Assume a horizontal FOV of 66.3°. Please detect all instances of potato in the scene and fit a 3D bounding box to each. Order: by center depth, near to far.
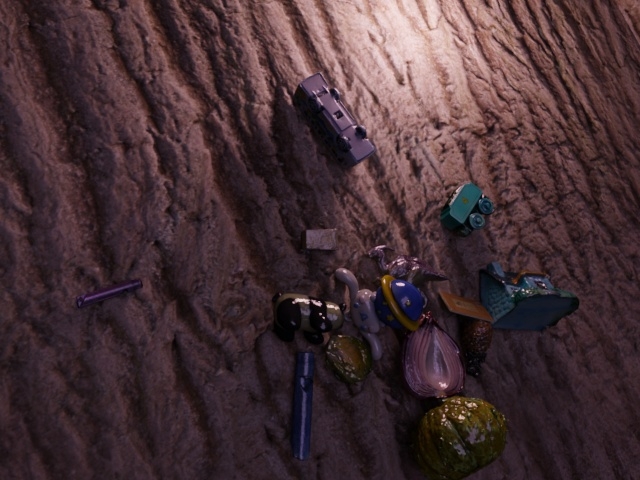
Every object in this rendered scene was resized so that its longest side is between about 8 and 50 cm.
[{"bbox_3d":[-0.002,0.000,1.594,0.122,0.061,0.086,0,80,-19],"label":"potato"}]

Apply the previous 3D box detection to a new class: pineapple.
[{"bbox_3d":[0.534,0.371,1.681,0.108,0.108,0.198,12,80,-17],"label":"pineapple"}]

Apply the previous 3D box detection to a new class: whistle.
[{"bbox_3d":[-0.585,0.144,1.362,0.176,0.033,0.033,-18,84,-22],"label":"whistle"},{"bbox_3d":[-0.052,0.487,1.461,0.062,0.062,0.305,8,75,-18],"label":"whistle"}]

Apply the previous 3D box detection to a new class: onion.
[{"bbox_3d":[0.347,0.375,1.598,0.226,0.120,0.284,8,68,-19],"label":"onion"}]

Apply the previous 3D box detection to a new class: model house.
[{"bbox_3d":[0.732,0.172,1.756,0.261,0.226,0.241,8,45,-20],"label":"model house"}]

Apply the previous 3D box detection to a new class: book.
[{"bbox_3d":[0.505,0.230,1.704,0.172,0.118,0.012,16,113,-15],"label":"book"}]

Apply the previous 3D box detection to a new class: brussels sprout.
[{"bbox_3d":[0.085,0.366,1.522,0.181,0.100,0.139,36,58,-8],"label":"brussels sprout"}]

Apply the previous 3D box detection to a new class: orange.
[{"bbox_3d":[0.410,0.594,1.485,0.300,0.301,0.223,-24,59,-19],"label":"orange"}]

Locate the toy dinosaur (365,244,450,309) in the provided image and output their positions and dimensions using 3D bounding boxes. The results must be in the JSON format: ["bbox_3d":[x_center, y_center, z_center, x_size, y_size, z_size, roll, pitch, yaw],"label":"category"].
[{"bbox_3d":[0.284,0.122,1.659,0.294,0.077,0.162,23,78,-12],"label":"toy dinosaur"}]

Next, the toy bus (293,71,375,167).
[{"bbox_3d":[0.042,-0.395,1.660,0.109,0.136,0.330,-36,91,-26],"label":"toy bus"}]

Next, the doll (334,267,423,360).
[{"bbox_3d":[0.188,0.185,1.561,0.311,0.242,0.159,53,37,2],"label":"doll"}]

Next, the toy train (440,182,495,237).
[{"bbox_3d":[0.534,-0.111,1.793,0.154,0.107,0.198,37,68,0],"label":"toy train"}]

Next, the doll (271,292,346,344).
[{"bbox_3d":[-0.035,0.233,1.484,0.234,0.144,0.135,11,59,-13],"label":"doll"}]
